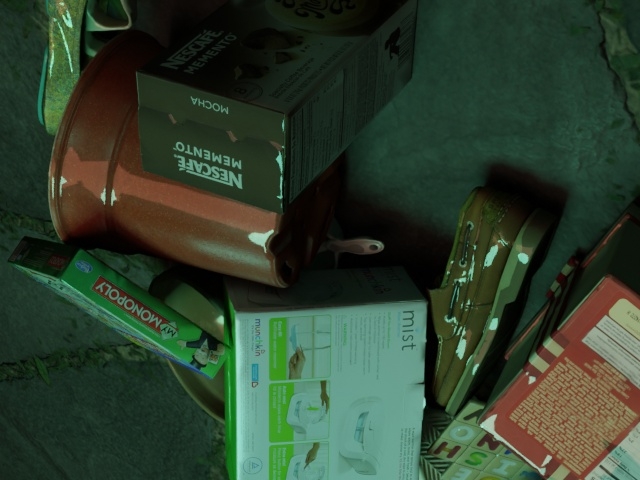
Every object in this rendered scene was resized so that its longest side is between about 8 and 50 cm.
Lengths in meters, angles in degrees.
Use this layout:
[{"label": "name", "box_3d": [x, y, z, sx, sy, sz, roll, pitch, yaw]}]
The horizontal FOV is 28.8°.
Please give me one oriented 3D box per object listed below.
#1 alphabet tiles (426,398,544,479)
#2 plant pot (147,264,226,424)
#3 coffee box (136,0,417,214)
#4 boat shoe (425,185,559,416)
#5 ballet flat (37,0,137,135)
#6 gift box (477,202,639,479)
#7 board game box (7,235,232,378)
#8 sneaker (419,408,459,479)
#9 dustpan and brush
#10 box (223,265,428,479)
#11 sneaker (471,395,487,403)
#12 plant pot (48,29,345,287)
[{"label": "alphabet tiles", "box_3d": [0.263, 0.263, 1.539, 0.237, 0.009, 0.198, 18, 134, -14]}, {"label": "plant pot", "box_3d": [-0.119, 0.125, 1.672, 0.237, 0.110, 0.237, 33, 140, 33]}, {"label": "coffee box", "box_3d": [-0.038, -0.168, 1.287, 0.168, 0.297, 0.118, 19, 131, 21]}, {"label": "boat shoe", "box_3d": [0.180, 0.069, 1.466, 0.104, 0.111, 0.307, 29, 124, 17]}, {"label": "ballet flat", "box_3d": [-0.281, -0.257, 1.519, 0.123, 0.123, 0.348, 26, 133, 15]}, {"label": "gift box", "box_3d": [0.352, 0.125, 1.290, 0.255, 0.258, 0.276, 42, 115, 2]}, {"label": "board game box", "box_3d": [-0.253, 0.075, 1.518, 0.213, 0.046, 0.317, 37, 168, -21]}, {"label": "sneaker", "box_3d": [0.203, 0.383, 1.671, 0.350, 0.131, 0.148, 56, 153, -3]}, {"label": "dustpan and brush", "box_3d": [0.000, 0.000, 1.554, 0.211, 0.060, 0.147, -5, 119, 35]}, {"label": "box", "box_3d": [0.003, 0.176, 1.507, 0.231, 0.127, 0.262, -4, 111, -11]}, {"label": "sneaker", "box_3d": [0.190, 0.217, 1.610, 0.083, 0.037, 0.032, 24, 134, 19]}, {"label": "plant pot", "box_3d": [-0.128, -0.077, 1.446, 0.265, 0.272, 0.272, 19, 131, 16]}]
